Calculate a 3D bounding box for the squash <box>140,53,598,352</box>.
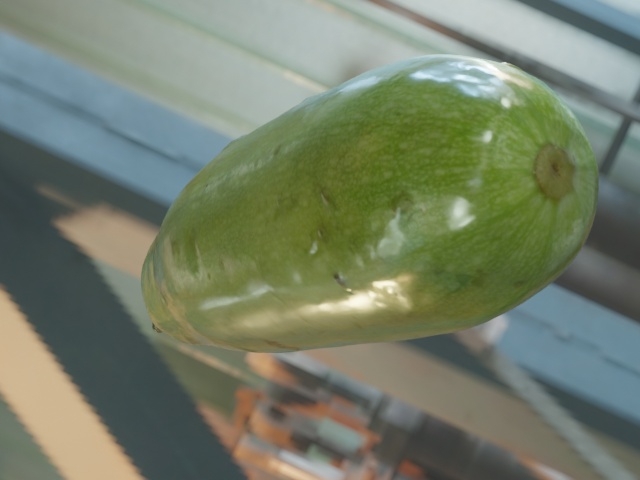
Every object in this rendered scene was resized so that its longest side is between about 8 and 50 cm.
[{"bbox_3d":[-0.004,-0.006,0.916,0.370,0.118,0.118,-15,45,59],"label":"squash"}]
